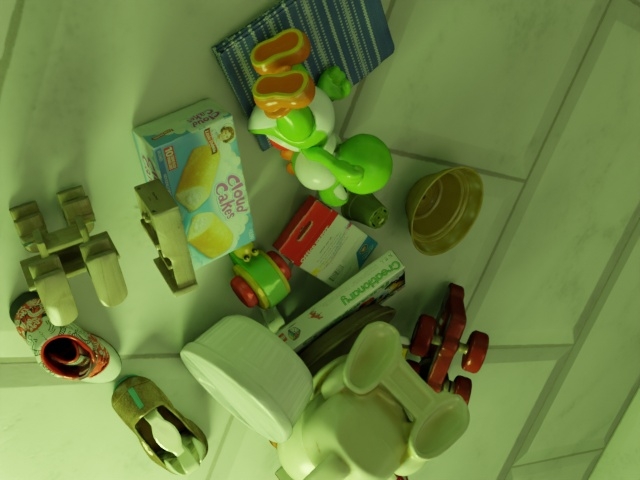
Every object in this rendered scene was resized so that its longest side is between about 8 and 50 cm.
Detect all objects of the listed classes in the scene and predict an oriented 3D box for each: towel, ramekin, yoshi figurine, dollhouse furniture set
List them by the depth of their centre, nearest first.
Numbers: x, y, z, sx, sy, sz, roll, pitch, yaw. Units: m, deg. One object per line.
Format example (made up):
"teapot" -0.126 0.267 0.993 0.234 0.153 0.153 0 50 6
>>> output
"dollhouse furniture set" -0.334 0.029 1.243 0.242 0.212 0.161 -21 129 -19
"yoshi figurine" 0.021 -0.194 1.404 0.203 0.203 0.362 -48 143 -12
"towel" -0.018 -0.343 1.426 0.336 0.040 0.243 -39 138 -12
"ramekin" -0.135 0.261 1.560 0.127 0.273 0.273 -49 139 -24

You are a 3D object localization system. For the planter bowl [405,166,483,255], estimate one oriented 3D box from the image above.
"planter bowl" 0.257 -0.082 1.785 0.217 0.090 0.217 -21 129 -29

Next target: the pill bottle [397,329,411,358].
"pill bottle" 0.127 0.310 1.887 0.117 0.117 0.215 18 94 -45

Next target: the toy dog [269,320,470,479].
"toy dog" 0.058 0.416 1.670 0.395 0.284 0.408 -55 -174 -30

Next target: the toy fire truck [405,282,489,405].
"toy fire truck" 0.296 0.280 1.972 0.254 0.169 0.302 -65 172 -70

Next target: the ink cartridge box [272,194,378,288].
"ink cartridge box" 0.000 0.000 1.626 0.134 0.078 0.231 -54 138 2

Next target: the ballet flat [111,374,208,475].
"ballet flat" -0.300 0.398 1.598 0.116 0.124 0.342 -37 135 -16

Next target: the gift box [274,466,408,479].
"gift box" 0.065 0.587 1.953 0.258 0.276 0.255 -39 122 -9

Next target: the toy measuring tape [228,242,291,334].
"toy measuring tape" -0.098 0.120 1.597 0.121 0.121 0.330 -37 135 -16

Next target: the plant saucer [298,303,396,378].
"plant saucer" 0.043 0.222 1.719 0.278 0.041 0.278 -34 165 -10

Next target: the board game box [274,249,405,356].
"board game box" 0.046 0.147 1.691 0.305 0.053 0.193 -36 164 -4

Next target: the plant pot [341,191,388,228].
"plant pot" 0.100 -0.063 1.670 0.083 0.079 0.083 -21 128 -30

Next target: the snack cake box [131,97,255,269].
"snack cake box" -0.213 -0.092 1.377 0.152 0.089 0.264 -27 132 -24

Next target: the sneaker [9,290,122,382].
"sneaker" -0.412 0.204 1.359 0.090 0.145 0.270 -43 137 -10
